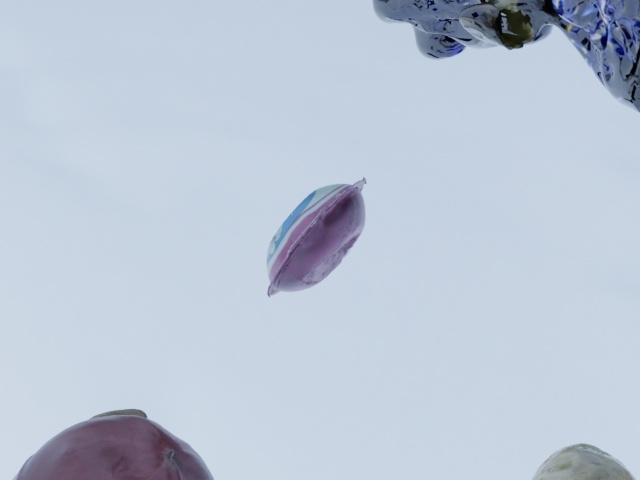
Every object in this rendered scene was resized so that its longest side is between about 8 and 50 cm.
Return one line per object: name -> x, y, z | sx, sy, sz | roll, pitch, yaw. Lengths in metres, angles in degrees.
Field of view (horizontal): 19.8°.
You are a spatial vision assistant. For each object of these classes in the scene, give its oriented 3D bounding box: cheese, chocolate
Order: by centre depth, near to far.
cheese -> 0.000, 0.000, 1.163 | 0.038, 0.095, 0.145 | 41, -1, 9
chocolate -> 0.142, -0.159, 1.216 | 0.148, 0.126, 0.343 | -15, 23, -33

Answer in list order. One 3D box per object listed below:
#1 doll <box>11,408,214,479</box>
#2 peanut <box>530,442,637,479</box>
doll -> -0.160, 0.214, 1.034 | 0.256, 0.152, 0.196 | -36, 56, 10
peanut -> 0.250, 0.287, 1.633 | 0.129, 0.129, 0.224 | -14, 58, -21
